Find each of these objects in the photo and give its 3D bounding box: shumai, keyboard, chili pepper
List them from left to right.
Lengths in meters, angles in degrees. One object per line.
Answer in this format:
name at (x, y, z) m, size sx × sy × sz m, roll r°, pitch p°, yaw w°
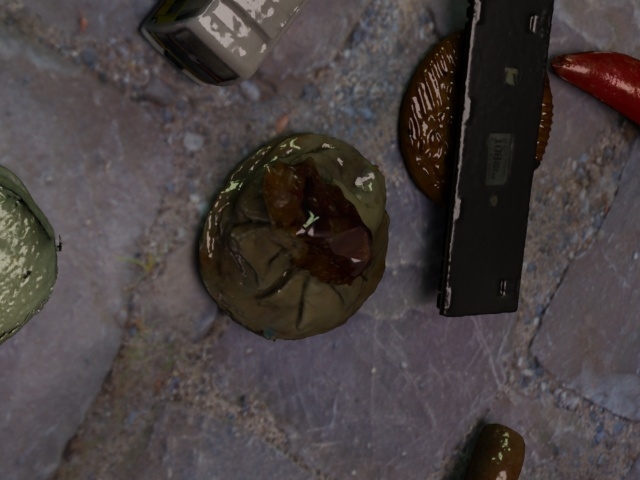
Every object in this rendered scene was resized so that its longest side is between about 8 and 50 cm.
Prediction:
shumai at (0.000, 0.000, 0.976) m, size 0.201 × 0.120 × 0.201 m, roll -7°, pitch 104°, yaw -30°
keyboard at (0.169, -0.082, 1.082) m, size 0.106 × 0.027 × 0.317 m, roll -2°, pitch 104°, yaw -29°
chili pepper at (0.350, -0.149, 1.195) m, size 0.272 × 0.063 × 0.071 m, roll 24°, pitch 78°, yaw -32°

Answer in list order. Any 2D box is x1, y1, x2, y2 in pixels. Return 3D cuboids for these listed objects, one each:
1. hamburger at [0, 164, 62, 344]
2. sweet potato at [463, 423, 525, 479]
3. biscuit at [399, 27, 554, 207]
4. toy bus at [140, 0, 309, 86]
hamburger at (-0.266, 0.011, 0.844) m, size 0.133 × 0.062 × 0.140 m, roll -27°, pitch 119°, yaw -22°
sweet potato at (0.114, 0.373, 1.168) m, size 0.109 × 0.109 × 0.385 m, roll 46°, pitch 72°, yaw -33°
biscuit at (0.158, -0.119, 1.098) m, size 0.187 × 0.027 × 0.188 m, roll -9°, pitch 109°, yaw -29°
toy bus at (-0.027, -0.244, 0.897) m, size 0.092 × 0.106 × 0.268 m, roll 41°, pitch 81°, yaw -30°
